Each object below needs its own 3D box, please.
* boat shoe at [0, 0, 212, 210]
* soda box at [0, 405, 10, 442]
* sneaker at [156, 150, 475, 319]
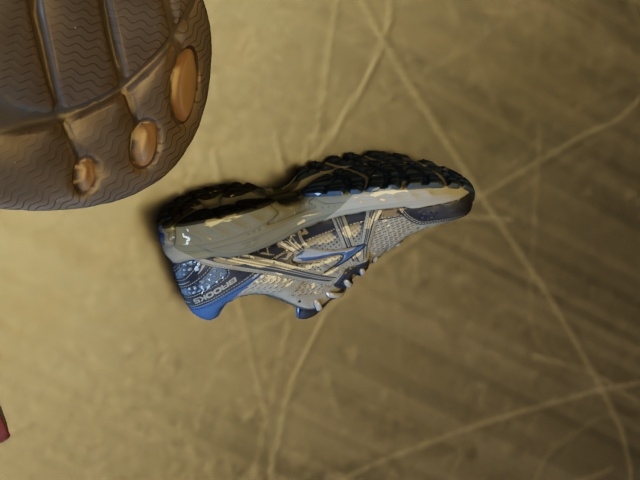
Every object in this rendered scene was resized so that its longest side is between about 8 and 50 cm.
[{"bbox_3d":[-0.220,-0.072,0.691,0.355,0.130,0.132,6,100,-25],"label":"boat shoe"},{"bbox_3d":[-0.256,0.082,0.721,0.263,0.092,0.083,-24,106,-14],"label":"soda box"},{"bbox_3d":[0.000,0.000,0.820,0.135,0.052,0.058,-11,112,-9],"label":"sneaker"}]
